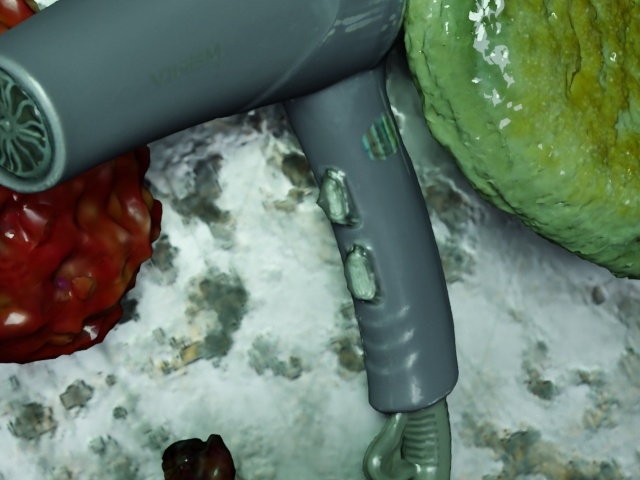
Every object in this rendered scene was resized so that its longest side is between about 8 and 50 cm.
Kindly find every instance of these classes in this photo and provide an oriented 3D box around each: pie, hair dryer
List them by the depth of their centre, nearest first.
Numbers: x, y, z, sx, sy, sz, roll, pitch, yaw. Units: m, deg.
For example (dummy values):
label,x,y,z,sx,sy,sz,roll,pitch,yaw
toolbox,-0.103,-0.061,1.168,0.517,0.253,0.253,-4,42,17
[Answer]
label,x,y,z,sx,sy,sz,roll,pitch,yaw
hair dryer,0.000,0.000,0.726,0.301,0.121,0.361,-38,115,-45
pie,0.147,-0.116,0.747,0.277,0.078,0.277,9,76,-40

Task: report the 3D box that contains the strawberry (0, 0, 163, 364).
label,x,y,z,sx,sy,sz,roll,pitch,yaw
strawberry,-0.230,-0.027,0.665,0.336,0.149,0.265,26,123,-21

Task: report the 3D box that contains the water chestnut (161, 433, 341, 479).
label,x,y,z,sx,sy,sz,roll,pitch,yaw
water chestnut,-0.024,0.217,0.684,0.300,0.300,0.300,0,88,-5
